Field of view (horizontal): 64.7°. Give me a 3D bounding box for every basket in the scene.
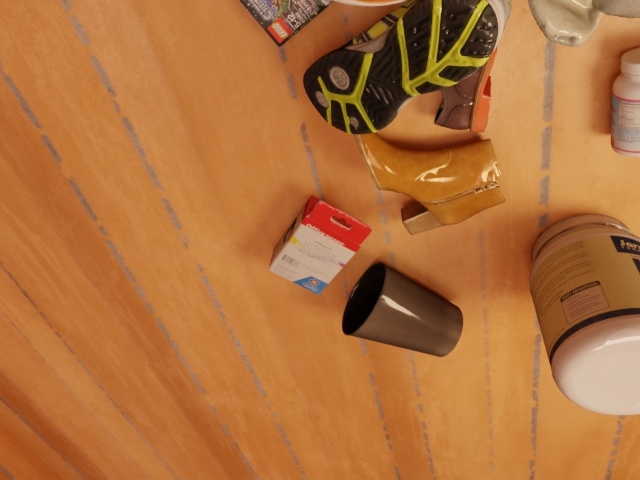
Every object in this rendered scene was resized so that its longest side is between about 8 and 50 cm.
[{"bbox_3d":[0.194,0.172,1.155,0.227,0.154,0.204,23,130,-14],"label":"basket"}]

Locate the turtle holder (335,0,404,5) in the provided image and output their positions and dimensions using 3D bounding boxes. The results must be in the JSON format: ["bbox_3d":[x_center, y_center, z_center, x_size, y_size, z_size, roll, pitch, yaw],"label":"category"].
[{"bbox_3d":[0.044,-0.433,0.584,0.227,0.243,0.320,-32,101,1],"label":"turtle holder"}]

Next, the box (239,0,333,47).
[{"bbox_3d":[-0.079,-0.437,0.761,0.159,0.044,0.233,-30,119,29],"label":"box"}]

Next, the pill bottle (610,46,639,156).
[{"bbox_3d":[0.518,-0.222,0.812,0.087,0.087,0.160,-9,127,17],"label":"pill bottle"}]

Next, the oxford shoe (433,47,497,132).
[{"bbox_3d":[0.225,-0.295,0.799,0.098,0.097,0.271,5,130,15],"label":"oxford shoe"}]

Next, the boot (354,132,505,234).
[{"bbox_3d":[0.208,-0.145,0.930,0.211,0.104,0.295,-25,126,20],"label":"boot"}]

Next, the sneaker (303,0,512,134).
[{"bbox_3d":[0.122,-0.273,0.768,0.385,0.147,0.145,-4,127,52],"label":"sneaker"}]

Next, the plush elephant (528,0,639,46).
[{"bbox_3d":[0.389,-0.357,0.570,0.272,0.330,0.255,-35,127,-2],"label":"plush elephant"}]

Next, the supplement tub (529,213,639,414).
[{"bbox_3d":[0.527,0.125,0.940,0.235,0.324,0.235,5,130,6],"label":"supplement tub"}]

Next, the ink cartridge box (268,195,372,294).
[{"bbox_3d":[0.000,0.000,1.086,0.134,0.078,0.231,28,128,-14],"label":"ink cartridge box"}]
